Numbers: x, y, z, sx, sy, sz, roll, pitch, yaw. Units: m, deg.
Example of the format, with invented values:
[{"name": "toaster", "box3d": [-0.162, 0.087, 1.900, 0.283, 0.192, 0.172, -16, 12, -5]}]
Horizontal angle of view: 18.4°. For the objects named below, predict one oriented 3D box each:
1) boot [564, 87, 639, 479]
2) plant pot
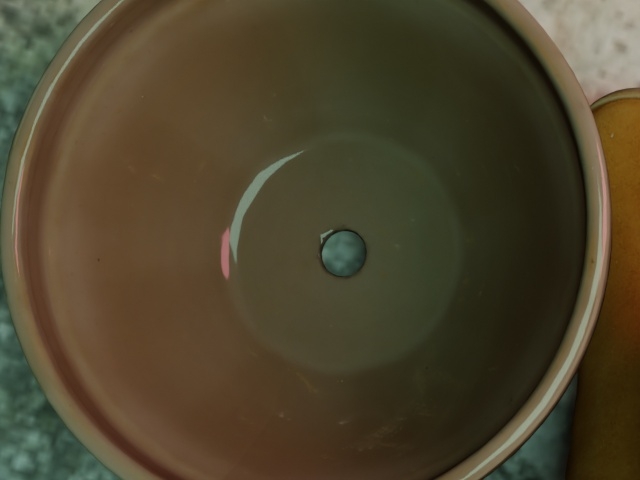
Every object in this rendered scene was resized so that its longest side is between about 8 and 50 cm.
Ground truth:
[{"name": "boot", "box3d": [0.128, 0.100, 0.784, 0.211, 0.104, 0.295, -27, 98, -48]}, {"name": "plant pot", "box3d": [0.000, 0.000, 0.795, 0.237, 0.110, 0.237, -2, 81, 10]}]
